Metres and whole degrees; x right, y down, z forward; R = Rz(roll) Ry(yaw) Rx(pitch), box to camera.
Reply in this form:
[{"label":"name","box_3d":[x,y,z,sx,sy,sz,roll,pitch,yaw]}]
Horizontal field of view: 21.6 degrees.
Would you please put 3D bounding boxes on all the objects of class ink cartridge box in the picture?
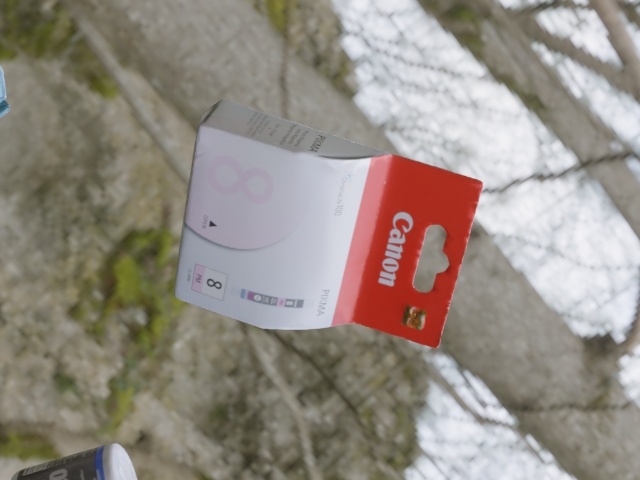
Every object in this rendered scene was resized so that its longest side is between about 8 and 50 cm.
[{"label":"ink cartridge box","box_3d":[0.000,0.000,1.407,0.232,0.189,0.066,20,-143,11]}]

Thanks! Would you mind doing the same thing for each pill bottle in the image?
[{"label":"pill bottle","box_3d":[-0.245,0.245,1.578,0.137,0.078,0.078,-17,-146,8]}]

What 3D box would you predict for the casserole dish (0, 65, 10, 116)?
[{"label":"casserole dish","box_3d":[-0.346,-0.147,1.394,0.114,0.188,0.037,-60,167,-65]}]
